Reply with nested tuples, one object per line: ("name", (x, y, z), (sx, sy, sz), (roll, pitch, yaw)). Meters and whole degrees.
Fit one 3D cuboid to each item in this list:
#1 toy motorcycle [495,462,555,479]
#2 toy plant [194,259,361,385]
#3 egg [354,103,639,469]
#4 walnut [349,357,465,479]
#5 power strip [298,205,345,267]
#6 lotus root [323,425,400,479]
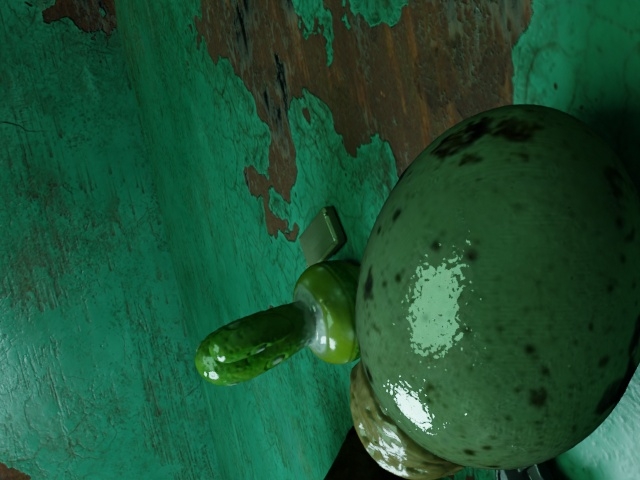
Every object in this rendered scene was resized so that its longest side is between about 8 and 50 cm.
("toy motorcycle", (0.276, 0.312, 1.041), (0.122, 0.080, 0.215), (167, 92, -68))
("toy plant", (-0.068, 0.154, 1.427), (0.184, 0.316, 0.224), (69, 155, 10))
("egg", (0.177, 0.051, 0.828), (0.287, 0.288, 0.379), (35, 131, 56))
("walnut", (0.143, 0.235, 1.169), (0.213, 0.213, 0.213), (47, 145, 48))
("power strip", (0.000, 0.000, 1.539), (0.076, 0.028, 0.169), (68, 155, 14))
("lotus root", (0.077, 0.452, 1.428), (0.142, 0.314, 0.210), (17, 118, 14))
